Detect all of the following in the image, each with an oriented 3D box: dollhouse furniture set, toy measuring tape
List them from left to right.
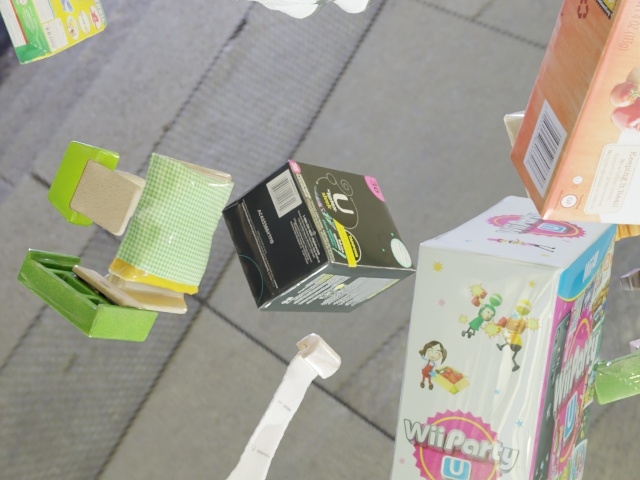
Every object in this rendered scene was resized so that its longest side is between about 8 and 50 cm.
[{"bbox_3d":[-0.191,0.008,1.556,0.151,0.301,0.198,29,100,33],"label":"dollhouse furniture set"},{"bbox_3d":[-0.045,0.228,0.946,0.121,0.121,0.330,18,69,35],"label":"toy measuring tape"}]

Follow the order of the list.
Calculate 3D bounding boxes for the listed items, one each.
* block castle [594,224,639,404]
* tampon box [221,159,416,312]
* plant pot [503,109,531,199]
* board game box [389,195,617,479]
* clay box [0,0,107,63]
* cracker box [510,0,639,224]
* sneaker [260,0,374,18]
[{"bbox_3d":[0.404,0.086,1.748,0.453,0.303,0.213,-16,3,3],"label":"block castle"},{"bbox_3d":[0.000,0.000,1.303,0.101,0.161,0.120,-34,68,29],"label":"tampon box"},{"bbox_3d":[0.275,-0.099,1.332,0.096,0.109,0.109,-25,14,-17],"label":"plant pot"},{"bbox_3d":[0.130,0.136,0.899,0.097,0.303,0.224,10,14,21],"label":"board game box"},{"bbox_3d":[-0.356,-0.320,1.663,0.053,0.127,0.222,-14,15,14],"label":"clay box"},{"bbox_3d":[0.240,-0.084,0.691,0.232,0.156,0.067,2,38,-15],"label":"cracker box"},{"bbox_3d":[-0.099,-0.401,1.717,0.257,0.169,0.447,4,9,-17],"label":"sneaker"}]
